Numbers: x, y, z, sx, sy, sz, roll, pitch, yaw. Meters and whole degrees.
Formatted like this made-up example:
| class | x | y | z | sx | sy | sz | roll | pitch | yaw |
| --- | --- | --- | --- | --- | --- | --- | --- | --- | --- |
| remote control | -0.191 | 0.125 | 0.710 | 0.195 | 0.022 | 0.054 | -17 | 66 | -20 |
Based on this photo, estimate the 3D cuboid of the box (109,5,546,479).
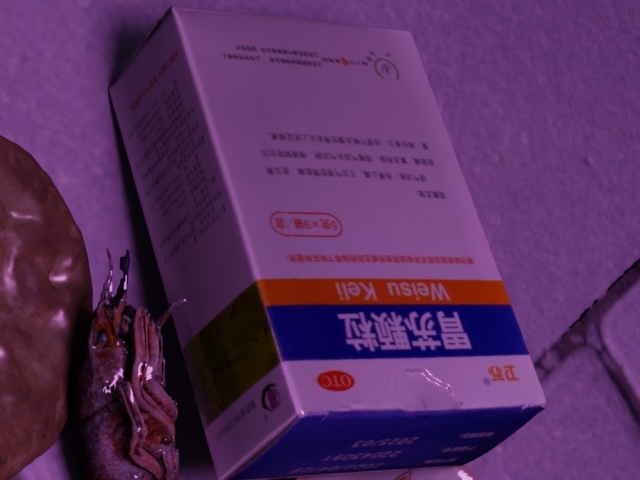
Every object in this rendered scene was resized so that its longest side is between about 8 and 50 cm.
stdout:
| class | x | y | z | sx | sy | sz | roll | pitch | yaw |
| --- | --- | --- | --- | --- | --- | --- | --- | --- | --- |
| box | 0.000 | 0.000 | 1.273 | 0.200 | 0.106 | 0.299 | 1 | 59 | -36 |

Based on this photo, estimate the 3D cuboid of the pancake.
| class | x | y | z | sx | sy | sz | roll | pitch | yaw |
| --- | --- | --- | --- | --- | --- | --- | --- | --- | --- |
| pancake | -0.219 | 0.045 | 1.145 | 0.222 | 0.042 | 0.236 | 42 | 49 | -43 |

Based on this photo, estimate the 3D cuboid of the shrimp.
| class | x | y | z | sx | sy | sz | roll | pitch | yaw |
| --- | --- | --- | --- | --- | --- | --- | --- | --- | --- |
| shrimp | -0.118 | 0.099 | 1.204 | 0.073 | 0.075 | 0.190 | -7 | 89 | -45 |

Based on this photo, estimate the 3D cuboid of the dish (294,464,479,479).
| class | x | y | z | sx | sy | sz | roll | pitch | yaw |
| --- | --- | --- | --- | --- | --- | --- | --- | --- | --- |
| dish | 0.042 | 0.247 | 1.284 | 0.229 | 0.081 | 0.229 | 16 | 62 | -31 |
